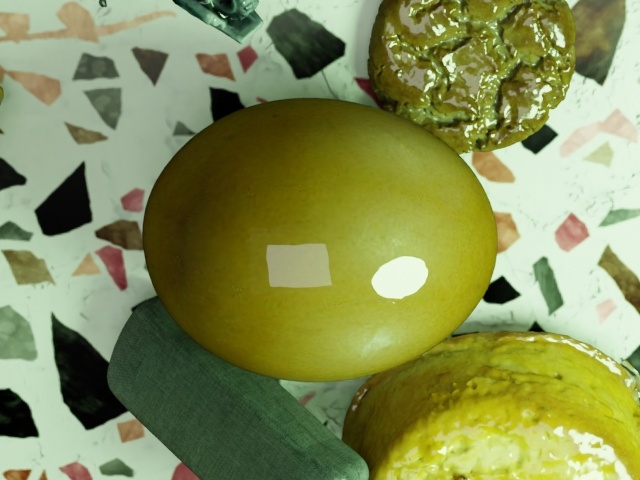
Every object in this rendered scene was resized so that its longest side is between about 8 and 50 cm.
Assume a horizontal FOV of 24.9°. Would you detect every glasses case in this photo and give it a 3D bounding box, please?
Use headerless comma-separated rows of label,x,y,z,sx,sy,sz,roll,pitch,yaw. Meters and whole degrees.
glasses case,-0.095,0.198,1.558,0.323,0.074,0.131,39,121,23

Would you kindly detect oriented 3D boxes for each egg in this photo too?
egg,0.000,0.000,1.437,0.351,0.282,0.282,2,113,-8

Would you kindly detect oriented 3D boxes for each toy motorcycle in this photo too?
toy motorcycle,-0.158,-0.273,1.381,0.270,0.159,0.106,38,72,21

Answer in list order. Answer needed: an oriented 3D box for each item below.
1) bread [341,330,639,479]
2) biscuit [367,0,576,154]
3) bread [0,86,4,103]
bread,0.204,0.276,1.586,0.358,0.204,0.336,-7,117,5
biscuit,0.155,-0.189,1.477,0.226,0.042,0.226,1,112,3
bread,-0.382,-0.099,1.504,0.073,0.122,0.149,27,113,-11
